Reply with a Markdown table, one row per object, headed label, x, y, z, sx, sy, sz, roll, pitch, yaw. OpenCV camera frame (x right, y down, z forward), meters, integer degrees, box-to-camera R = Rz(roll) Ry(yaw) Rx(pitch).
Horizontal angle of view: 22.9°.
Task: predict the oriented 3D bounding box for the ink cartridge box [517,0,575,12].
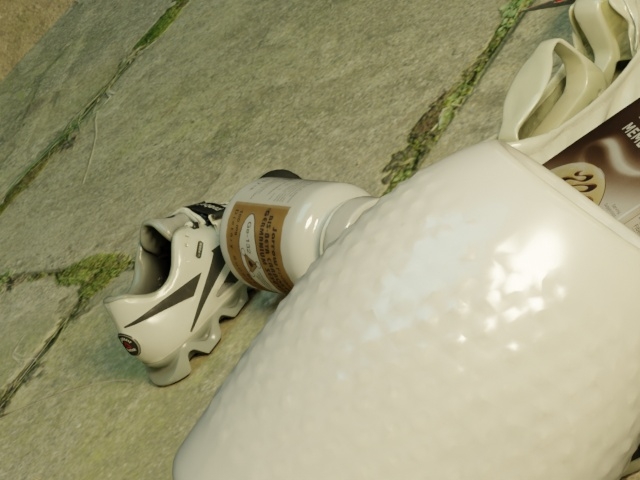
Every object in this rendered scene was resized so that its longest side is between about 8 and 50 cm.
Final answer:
| label | x | y | z | sx | sy | sz | roll | pitch | yaw |
| --- | --- | --- | --- | --- | --- | --- | --- | --- | --- |
| ink cartridge box | 0.327 | -0.302 | 1.790 | 0.179 | 0.045 | 0.145 | -13 | 1 | -36 |

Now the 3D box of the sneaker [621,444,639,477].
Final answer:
| label | x | y | z | sx | sy | sz | roll | pitch | yaw |
| --- | --- | --- | --- | --- | --- | --- | --- | --- | --- |
| sneaker | 0.247 | 0.105 | 1.235 | 0.222 | 0.118 | 0.083 | -26 | 28 | 23 |

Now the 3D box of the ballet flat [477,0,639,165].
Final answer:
| label | x | y | z | sx | sy | sz | roll | pitch | yaw |
| --- | --- | --- | --- | --- | --- | --- | --- | --- | --- |
| ballet flat | 0.289 | -0.180 | 1.647 | 0.139 | 0.139 | 0.400 | -2 | 42 | 51 |

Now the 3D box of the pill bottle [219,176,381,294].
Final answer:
| label | x | y | z | sx | sy | sz | roll | pitch | yaw |
| --- | --- | --- | --- | --- | --- | --- | --- | --- | --- |
| pill bottle | 0.000 | 0.000 | 1.714 | 0.131 | 0.131 | 0.229 | -48 | 27 | -21 |

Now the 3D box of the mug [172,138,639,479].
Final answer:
| label | x | y | z | sx | sy | sz | roll | pitch | yaw |
| --- | --- | --- | --- | --- | --- | --- | --- | --- | --- |
| mug | 0.131 | 0.134 | 1.126 | 0.328 | 0.374 | 0.276 | -55 | -19 | 10 |

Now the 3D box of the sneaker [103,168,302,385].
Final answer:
| label | x | y | z | sx | sy | sz | roll | pitch | yaw |
| --- | --- | --- | --- | --- | --- | --- | --- | --- | --- |
| sneaker | -0.133 | 0.003 | 1.869 | 0.122 | 0.146 | 0.330 | -11 | 35 | 46 |

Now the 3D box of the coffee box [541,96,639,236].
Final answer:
| label | x | y | z | sx | sy | sz | roll | pitch | yaw |
| --- | --- | --- | --- | --- | --- | --- | --- | --- | --- |
| coffee box | 0.235 | 0.010 | 1.409 | 0.297 | 0.119 | 0.168 | -35 | 25 | 6 |

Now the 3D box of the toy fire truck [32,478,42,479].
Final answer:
| label | x | y | z | sx | sy | sz | roll | pitch | yaw |
| --- | --- | --- | --- | --- | --- | --- | --- | --- | --- |
| toy fire truck | -0.307 | 0.293 | 1.230 | 0.246 | 0.158 | 0.217 | -19 | 3 | -9 |
